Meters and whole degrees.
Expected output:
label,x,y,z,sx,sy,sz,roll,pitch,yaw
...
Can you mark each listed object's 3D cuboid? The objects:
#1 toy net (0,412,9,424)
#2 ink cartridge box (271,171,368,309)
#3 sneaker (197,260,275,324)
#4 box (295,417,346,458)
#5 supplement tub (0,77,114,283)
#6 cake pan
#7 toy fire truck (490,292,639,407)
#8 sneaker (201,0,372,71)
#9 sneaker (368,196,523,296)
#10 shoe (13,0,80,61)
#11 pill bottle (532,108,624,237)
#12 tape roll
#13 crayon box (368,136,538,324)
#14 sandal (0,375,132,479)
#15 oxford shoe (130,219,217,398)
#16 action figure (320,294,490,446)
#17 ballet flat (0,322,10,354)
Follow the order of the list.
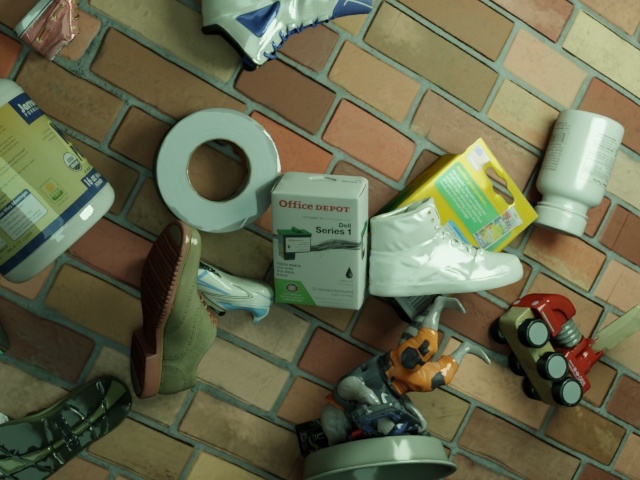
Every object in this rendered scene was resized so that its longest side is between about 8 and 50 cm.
label,x,y,z,sx,sy,sz,roll,pitch,yaw
toy net,-0.643,0.346,1.570,0.232,0.045,0.122,-4,95,-16
ink cartridge box,0.000,0.000,1.638,0.160,0.092,0.219,4,116,12
sneaker,-0.199,0.084,1.657,0.237,0.085,0.086,21,96,-13
box,0.003,0.371,1.752,0.083,0.052,0.062,-14,98,-16
supplement tub,-0.509,-0.113,1.475,0.228,0.228,0.316,-43,104,-9
cake pan,0.097,0.408,1.681,0.293,0.293,0.054,0,65,-16
toy fire truck,0.502,0.183,1.840,0.246,0.158,0.217,-37,103,-22
sneaker,-0.073,-0.388,1.642,0.315,0.127,0.182,2,98,-9
sneaker,0.229,0.005,1.672,0.292,0.108,0.169,-4,99,-14
shoe,-0.427,-0.388,1.565,0.081,0.063,0.178,42,88,-16
pill bottle,0.494,-0.128,1.809,0.131,0.131,0.229,18,90,-16
tape roll,-0.185,-0.124,1.648,0.219,0.072,0.219,-1,95,-17
crayon box,0.229,-0.019,1.768,0.323,0.083,0.203,-41,104,-8
sandal,-0.467,0.337,1.605,0.303,0.086,0.120,-25,95,-27
oxford shoe,-0.239,0.117,1.598,0.130,0.123,0.348,1,125,-27
action figure,0.142,0.266,1.696,0.330,0.341,0.178,-35,60,-2
ballet flat,-0.620,0.081,1.534,0.280,0.095,0.096,34,73,-16
